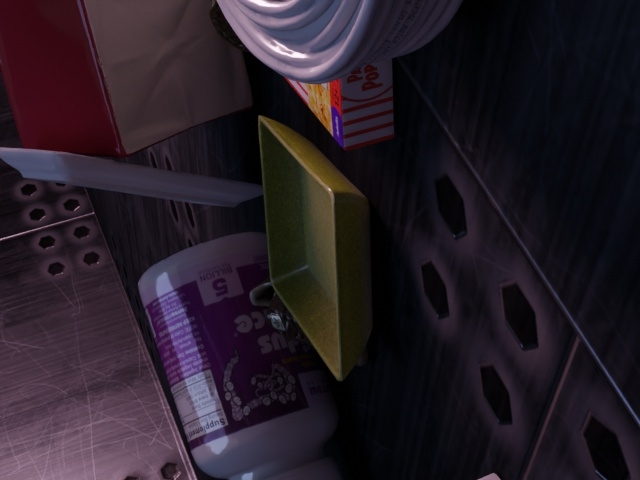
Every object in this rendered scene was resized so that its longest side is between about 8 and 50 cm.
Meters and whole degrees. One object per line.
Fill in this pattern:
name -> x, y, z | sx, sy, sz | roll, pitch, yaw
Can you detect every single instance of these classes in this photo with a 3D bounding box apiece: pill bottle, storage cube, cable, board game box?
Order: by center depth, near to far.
cable -> -0.001, -0.222, 0.676 | 0.257, 0.089, 0.257 | 14, 113, 59
board game box -> -0.004, -0.180, 0.885 | 0.193, 0.045, 0.146 | -125, 24, -48
storage cube -> -0.211, -0.202, 1.222 | 0.193, 0.184, 0.215 | 7, 116, 46
pill bottle -> -0.079, 0.156, 1.275 | 0.169, 0.169, 0.301 | 127, 124, -71

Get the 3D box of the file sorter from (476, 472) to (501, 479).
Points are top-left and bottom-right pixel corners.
file sorter -> 0.107, 0.356, 0.835 | 0.193, 0.173, 0.277 | -132, 28, -58

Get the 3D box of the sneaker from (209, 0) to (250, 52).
sneaker -> -0.066, -0.246, 1.020 | 0.192, 0.064, 0.086 | 65, -143, -69

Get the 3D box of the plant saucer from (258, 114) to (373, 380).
plant saucer -> 0.000, 0.000, 1.047 | 0.188, 0.045, 0.188 | -129, 31, -55

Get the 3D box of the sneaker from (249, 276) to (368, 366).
sneaker -> -0.013, 0.083, 1.148 | 0.188, 0.071, 0.066 | -139, 35, -63

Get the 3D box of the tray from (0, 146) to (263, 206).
tray -> -0.199, -0.065, 1.242 | 0.145, 0.270, 0.030 | 6, 89, 49
